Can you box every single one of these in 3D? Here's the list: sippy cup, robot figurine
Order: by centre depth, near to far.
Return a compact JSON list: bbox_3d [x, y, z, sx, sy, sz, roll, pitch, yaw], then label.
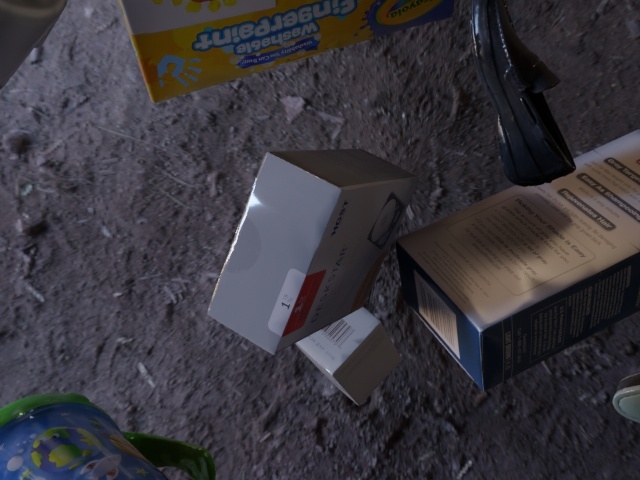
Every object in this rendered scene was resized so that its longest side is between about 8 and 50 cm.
[{"bbox_3d":[-0.265,0.311,0.842,0.305,0.224,0.240,-52,132,-27],"label":"sippy cup"},{"bbox_3d":[-0.515,-0.339,1.123,0.353,0.300,0.200,-35,75,32],"label":"robot figurine"}]

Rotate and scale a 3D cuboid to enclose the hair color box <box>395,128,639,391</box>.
[{"bbox_3d":[0.279,0.012,0.865,0.347,0.174,0.105,-24,132,-12],"label":"hair color box"}]

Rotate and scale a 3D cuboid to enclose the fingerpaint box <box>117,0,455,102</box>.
[{"bbox_3d":[-0.053,-0.409,0.940,0.444,0.371,0.163,-19,57,-8],"label":"fingerpaint box"}]

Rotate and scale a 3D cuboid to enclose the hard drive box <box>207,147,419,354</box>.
[{"bbox_3d":[0.000,0.000,0.821,0.089,0.232,0.181,29,109,20],"label":"hard drive box"}]

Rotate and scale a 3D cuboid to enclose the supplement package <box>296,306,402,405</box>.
[{"bbox_3d":[0.039,0.160,1.153,0.105,0.179,0.105,38,80,29],"label":"supplement package"}]

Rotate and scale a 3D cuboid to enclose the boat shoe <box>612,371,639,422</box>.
[{"bbox_3d":[0.437,0.156,0.825,0.227,0.069,0.081,-8,130,28],"label":"boat shoe"}]

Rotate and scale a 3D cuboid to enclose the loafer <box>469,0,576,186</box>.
[{"bbox_3d":[0.220,-0.169,0.827,0.078,0.076,0.223,-12,100,33],"label":"loafer"}]
